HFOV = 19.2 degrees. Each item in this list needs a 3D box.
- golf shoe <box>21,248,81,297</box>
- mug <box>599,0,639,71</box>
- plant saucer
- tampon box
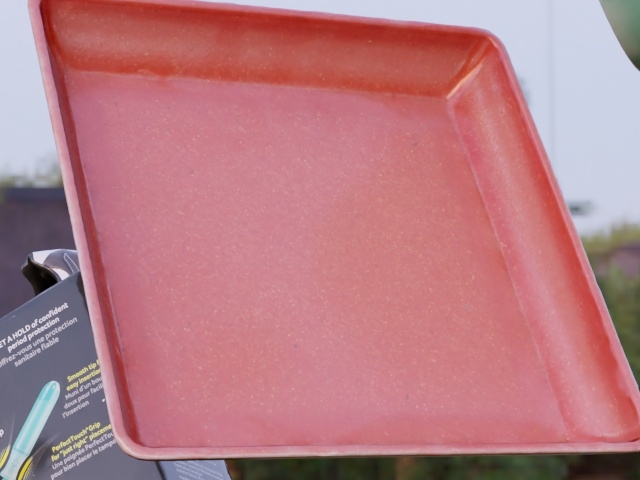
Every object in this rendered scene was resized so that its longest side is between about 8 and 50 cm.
[{"bbox_3d":[-0.186,0.096,1.394,0.094,0.198,0.077,16,-39,-35],"label":"golf shoe"},{"bbox_3d":[0.177,-0.169,0.909,0.097,0.158,0.129,-18,-10,20],"label":"mug"},{"bbox_3d":[0.000,0.000,0.881,0.258,0.259,0.048,2,-39,-25],"label":"plant saucer"},{"bbox_3d":[-0.125,0.122,1.005,0.120,0.161,0.101,-30,-28,11],"label":"tampon box"}]
